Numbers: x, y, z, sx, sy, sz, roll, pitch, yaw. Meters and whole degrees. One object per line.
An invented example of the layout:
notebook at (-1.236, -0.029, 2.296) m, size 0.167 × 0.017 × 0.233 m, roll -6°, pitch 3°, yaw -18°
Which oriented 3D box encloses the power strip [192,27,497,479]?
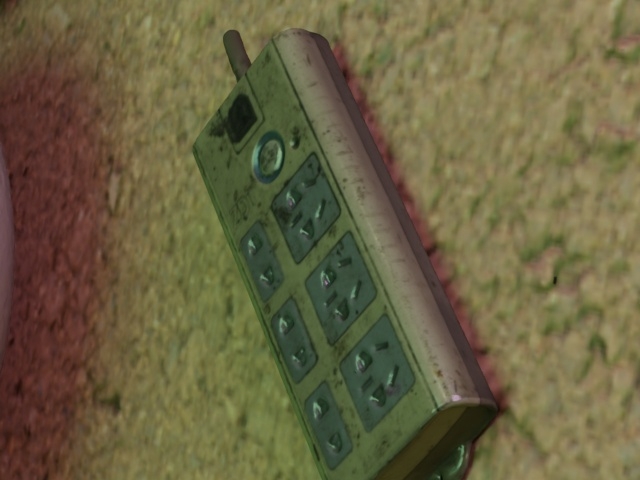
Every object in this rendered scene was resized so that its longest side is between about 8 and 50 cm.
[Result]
power strip at (0.000, 0.000, 0.885) m, size 0.092 × 0.034 × 0.268 m, roll -50°, pitch 47°, yaw 33°

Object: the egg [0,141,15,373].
egg at (-0.322, 0.000, 1.056) m, size 0.340 × 0.354 × 0.354 m, roll -58°, pitch 41°, yaw 5°
